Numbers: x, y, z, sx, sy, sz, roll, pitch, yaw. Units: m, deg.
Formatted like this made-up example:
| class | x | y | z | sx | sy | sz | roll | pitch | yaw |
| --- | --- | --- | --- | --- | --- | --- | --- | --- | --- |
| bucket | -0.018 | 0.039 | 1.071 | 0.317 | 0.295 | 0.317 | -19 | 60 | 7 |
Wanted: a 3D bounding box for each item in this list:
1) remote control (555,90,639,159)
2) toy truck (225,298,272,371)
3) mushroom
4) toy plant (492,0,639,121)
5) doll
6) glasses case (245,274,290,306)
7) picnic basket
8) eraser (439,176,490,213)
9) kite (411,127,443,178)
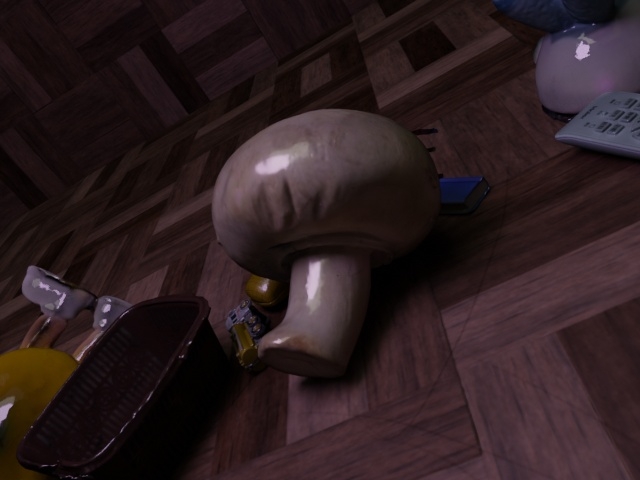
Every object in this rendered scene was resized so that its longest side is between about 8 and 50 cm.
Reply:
| class | x | y | z | sx | sy | sz | roll | pitch | yaw |
| --- | --- | --- | --- | --- | --- | --- | --- | --- | --- |
| remote control | 0.433 | -0.128 | 0.761 | 0.103 | 0.051 | 0.293 | -41 | 31 | -11 |
| toy truck | -0.104 | 0.141 | 0.919 | 0.063 | 0.052 | 0.123 | -42 | 28 | -1 |
| mushroom | -0.016 | -0.028 | 0.840 | 0.356 | 0.315 | 0.315 | -43 | 28 | -17 |
| toy plant | 0.383 | -0.373 | 0.914 | 0.247 | 0.332 | 0.247 | -29 | 26 | 15 |
| doll | -0.454 | 0.228 | 0.947 | 0.348 | 0.161 | 0.423 | 40 | 63 | 23 |
| glasses case | -0.033 | 0.018 | 1.030 | 0.079 | 0.064 | 0.234 | 13 | 51 | 46 |
| picnic basket | -0.247 | 0.220 | 0.863 | 0.223 | 0.129 | 0.296 | -10 | 36 | 37 |
| eraser | 0.206 | -0.069 | 0.943 | 0.085 | 0.027 | 0.063 | 4 | 44 | 52 |
| kite | 0.062 | -0.111 | 0.994 | 0.286 | 0.152 | 0.015 | -13 | 35 | -7 |
